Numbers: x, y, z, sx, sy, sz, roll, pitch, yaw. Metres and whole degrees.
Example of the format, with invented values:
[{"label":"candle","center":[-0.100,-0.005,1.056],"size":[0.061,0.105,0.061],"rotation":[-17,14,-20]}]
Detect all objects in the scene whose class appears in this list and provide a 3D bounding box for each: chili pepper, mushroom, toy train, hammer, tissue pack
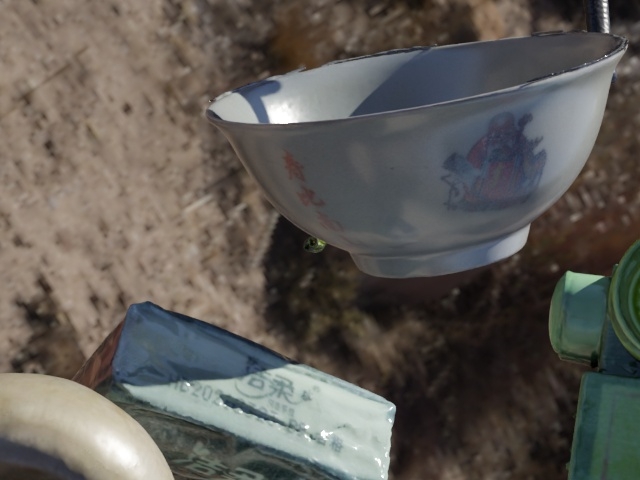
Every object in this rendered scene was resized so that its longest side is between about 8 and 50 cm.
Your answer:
[{"label":"chili pepper","center":[0.000,0.000,1.757],"size":[0.083,0.022,0.027],"rotation":[-35,129,-68]},{"label":"mushroom","center":[-0.188,0.195,0.975],"size":[0.207,0.207,0.215],"rotation":[45,18,-24]},{"label":"toy train","center":[0.268,0.093,0.951],"size":[0.159,0.272,0.188],"rotation":[34,65,-75]},{"label":"hammer","center":[0.232,-0.251,1.394],"size":[0.103,0.029,0.246],"rotation":[6,70,-18]},{"label":"tissue pack","center":[-0.110,0.183,1.259],"size":[0.228,0.315,0.103],"rotation":[22,52,-17]}]

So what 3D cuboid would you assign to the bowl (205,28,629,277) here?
[{"label":"bowl","center":[0.087,-0.063,1.294],"size":[0.345,0.346,0.157],"rotation":[-30,114,-58]}]
